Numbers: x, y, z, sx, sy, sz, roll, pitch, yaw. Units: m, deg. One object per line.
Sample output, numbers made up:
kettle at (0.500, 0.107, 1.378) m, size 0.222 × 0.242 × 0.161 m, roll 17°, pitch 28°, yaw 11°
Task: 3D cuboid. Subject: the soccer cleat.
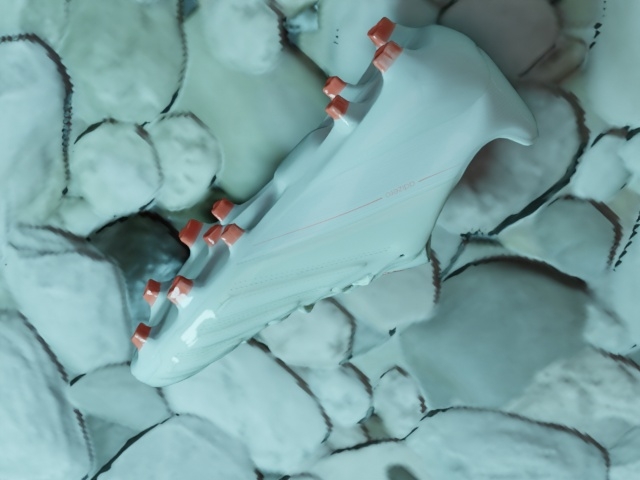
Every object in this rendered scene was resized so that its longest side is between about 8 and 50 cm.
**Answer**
soccer cleat at (0.000, 0.000, 0.648) m, size 0.076 × 0.068 × 0.196 m, roll 37°, pitch 114°, yaw -17°
